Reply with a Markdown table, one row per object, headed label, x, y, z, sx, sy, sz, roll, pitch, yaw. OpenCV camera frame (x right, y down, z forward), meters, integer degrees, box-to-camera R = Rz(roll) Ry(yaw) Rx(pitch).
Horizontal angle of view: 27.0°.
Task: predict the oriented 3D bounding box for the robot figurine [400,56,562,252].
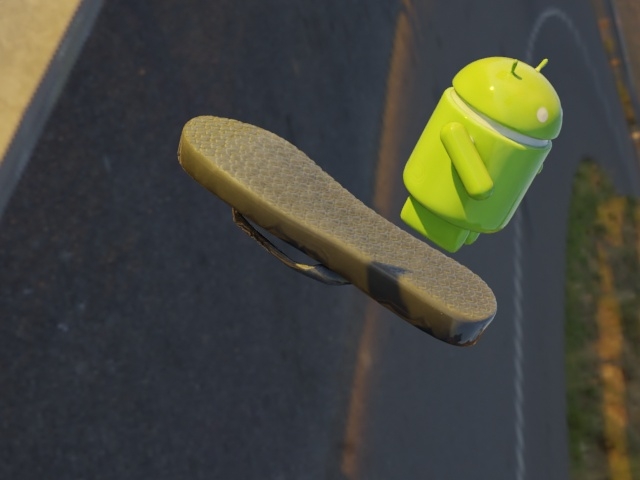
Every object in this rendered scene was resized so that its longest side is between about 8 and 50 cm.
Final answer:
| label | x | y | z | sx | sy | sz | roll | pitch | yaw |
| --- | --- | --- | --- | --- | --- | --- | --- | --- | --- |
| robot figurine | 0.090 | -0.051 | 0.742 | 0.101 | 0.067 | 0.115 | -19 | 140 | -59 |

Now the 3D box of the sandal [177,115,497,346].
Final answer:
| label | x | y | z | sx | sy | sz | roll | pitch | yaw |
| --- | --- | --- | --- | --- | --- | --- | --- | --- | --- |
| sandal | 0.000 | 0.001 | 0.921 | 0.254 | 0.054 | 0.097 | 35 | 28 | 9 |
